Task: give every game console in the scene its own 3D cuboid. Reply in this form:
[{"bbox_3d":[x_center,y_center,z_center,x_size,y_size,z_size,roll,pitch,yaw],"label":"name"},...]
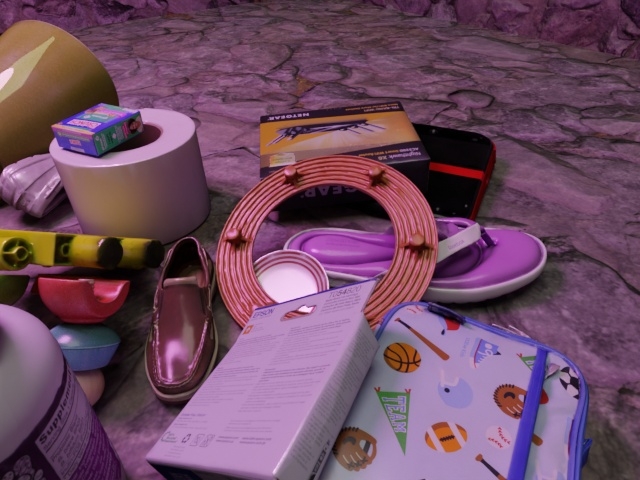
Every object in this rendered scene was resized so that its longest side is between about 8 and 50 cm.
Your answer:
[{"bbox_3d":[0.160,-0.157,0.980,0.386,0.060,0.342,14,46,22],"label":"game console"}]

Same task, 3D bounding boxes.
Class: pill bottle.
[{"bbox_3d":[-0.276,0.159,0.359,0.169,0.302,0.169,-1,37,1],"label":"pill bottle"}]

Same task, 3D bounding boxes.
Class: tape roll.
[{"bbox_3d":[-0.339,-0.119,0.843,0.246,0.169,0.246,-1,36,1],"label":"tape roll"}]

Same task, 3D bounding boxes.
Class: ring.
[{"bbox_3d":[0.000,0.000,0.670,0.336,0.032,0.337,-6,59,10],"label":"ring"}]

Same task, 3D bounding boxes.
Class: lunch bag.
[{"bbox_3d":[0.135,0.199,0.452,0.243,0.115,0.303,20,43,23],"label":"lunch bag"}]

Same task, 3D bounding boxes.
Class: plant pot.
[{"bbox_3d":[-0.627,-0.261,0.956,0.274,0.275,0.294,7,48,12],"label":"plant pot"}]

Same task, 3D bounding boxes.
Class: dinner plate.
[{"bbox_3d":[-0.055,0.078,0.665,0.141,0.017,0.141,-7,60,11],"label":"dinner plate"}]

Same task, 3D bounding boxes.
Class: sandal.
[{"bbox_3d":[0.145,0.011,0.703,0.415,0.102,0.169,-3,37,2],"label":"sandal"}]

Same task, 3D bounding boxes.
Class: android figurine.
[{"bbox_3d":[-0.375,0.015,0.656,0.272,0.056,0.248,2,-2,18],"label":"android figurine"}]

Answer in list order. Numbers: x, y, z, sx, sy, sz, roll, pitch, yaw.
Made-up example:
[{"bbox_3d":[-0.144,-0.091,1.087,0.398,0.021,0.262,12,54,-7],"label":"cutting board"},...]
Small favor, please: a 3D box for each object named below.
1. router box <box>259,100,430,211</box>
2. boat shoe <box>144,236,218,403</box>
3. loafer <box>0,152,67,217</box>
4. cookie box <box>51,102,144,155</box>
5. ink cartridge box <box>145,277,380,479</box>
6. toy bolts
[{"bbox_3d":[0.035,-0.176,0.910,0.308,0.081,0.243,-7,42,-2],"label":"router box"},{"bbox_3d":[-0.192,0.090,0.619,0.095,0.095,0.257,-7,37,-8],"label":"boat shoe"},{"bbox_3d":[-0.505,-0.148,0.959,0.111,0.112,0.319,40,42,-5],"label":"loafer"},{"bbox_3d":[-0.368,-0.187,0.760,0.091,0.040,0.107,15,41,20],"label":"cookie box"},{"bbox_3d":[-0.049,0.147,0.477,0.223,0.045,0.224,-20,25,43],"label":"ink cartridge box"},{"bbox_3d":[-0.344,0.126,0.590,0.228,0.159,0.218,2,-5,21],"label":"toy bolts"}]
